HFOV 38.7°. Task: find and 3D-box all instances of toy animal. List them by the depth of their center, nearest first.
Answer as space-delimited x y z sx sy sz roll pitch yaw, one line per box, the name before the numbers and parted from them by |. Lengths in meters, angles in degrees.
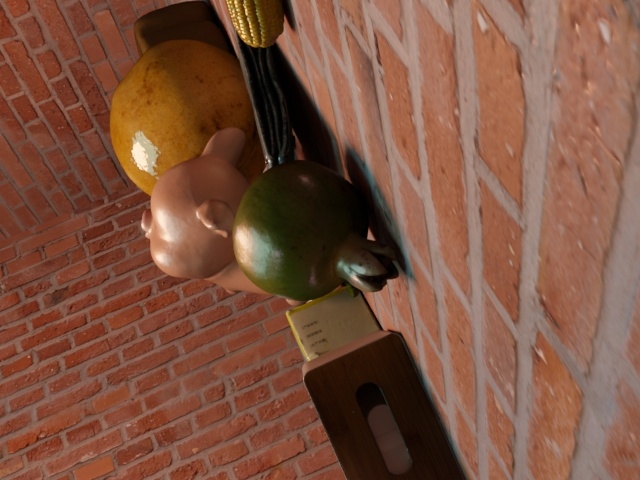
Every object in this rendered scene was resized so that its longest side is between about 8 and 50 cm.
toy animal | -0.128 -0.013 1.489 0.237 0.326 0.269 -85 -1 -45

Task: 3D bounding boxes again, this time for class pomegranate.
pomegranate | -0.014 -0.002 1.110 0.210 0.179 0.179 41 155 57

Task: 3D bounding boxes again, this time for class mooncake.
mooncake | -0.268 -0.338 2.013 0.378 0.201 0.378 160 90 -81

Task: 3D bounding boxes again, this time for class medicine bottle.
medicine bottle | 0.045 0.213 1.608 0.250 0.137 0.141 73 170 -50

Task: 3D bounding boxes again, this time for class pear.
pear | -0.232 -0.209 1.667 0.314 0.314 0.314 156 90 -84

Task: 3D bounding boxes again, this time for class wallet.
wallet | -0.063 -0.144 1.341 0.251 0.054 0.290 76 -179 -54

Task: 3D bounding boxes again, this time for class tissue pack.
tissue pack | 0.086 0.274 1.379 0.136 0.159 0.246 160 85 -86

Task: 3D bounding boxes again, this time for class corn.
corn | -0.083 -0.305 1.051 0.206 0.067 0.067 79 166 -54

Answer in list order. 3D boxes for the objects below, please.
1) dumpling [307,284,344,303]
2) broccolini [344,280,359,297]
dumpling | 0.023 0.135 1.778 0.150 0.092 0.176 50 164 18
broccolini | 0.037 0.023 1.433 0.202 0.068 0.091 49 -158 -52
